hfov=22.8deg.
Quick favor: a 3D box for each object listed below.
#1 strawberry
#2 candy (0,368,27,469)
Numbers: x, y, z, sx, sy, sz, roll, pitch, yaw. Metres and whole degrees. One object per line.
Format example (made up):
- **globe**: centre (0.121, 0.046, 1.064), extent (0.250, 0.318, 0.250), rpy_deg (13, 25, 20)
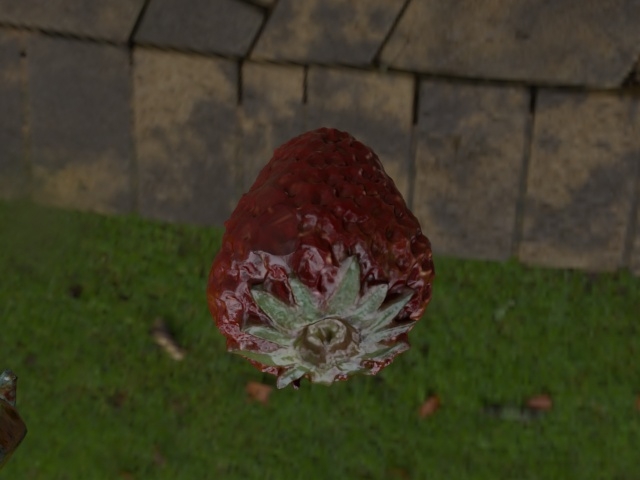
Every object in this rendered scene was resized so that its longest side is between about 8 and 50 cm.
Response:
- **strawberry**: centre (0.000, 0.000, 1.417), extent (0.205, 0.244, 0.205), rpy_deg (-2, 136, -2)
- **candy**: centre (-0.249, 0.149, 1.194), extent (0.053, 0.182, 0.046), rpy_deg (-36, 105, 8)
